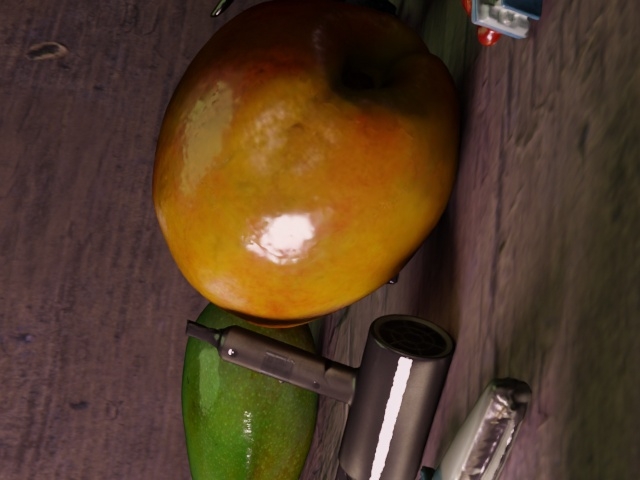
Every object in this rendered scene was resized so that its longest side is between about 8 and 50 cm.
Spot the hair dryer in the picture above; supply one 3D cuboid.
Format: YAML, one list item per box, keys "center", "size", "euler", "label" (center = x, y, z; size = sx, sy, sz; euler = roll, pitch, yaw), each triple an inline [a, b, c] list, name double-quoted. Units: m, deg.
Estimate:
- center: [-0.017, 0.141, 1.079]
  size: [0.078, 0.248, 0.196]
  euler: [-42, -31, -62]
  label: "hair dryer"

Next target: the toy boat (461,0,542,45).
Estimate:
- center: [0.156, -0.247, 0.949]
  size: [0.059, 0.069, 0.173]
  euler: [-12, 69, 59]
  label: "toy boat"

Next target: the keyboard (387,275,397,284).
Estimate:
- center: [0.070, 0.021, 1.396]
  size: [0.204, 0.013, 0.061]
  euler: [168, 113, -82]
  label: "keyboard"

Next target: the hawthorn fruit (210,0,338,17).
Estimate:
- center: [-0.010, -0.393, 1.337]
  size: [0.369, 0.284, 0.285]
  euler: [-44, 21, 16]
  label: "hawthorn fruit"

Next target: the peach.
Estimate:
- center: [-0.018, -0.067, 1.133]
  size: [0.308, 0.307, 0.332]
  euler: [-90, 22, -50]
  label: "peach"

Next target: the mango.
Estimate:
- center: [-0.103, 0.245, 1.666]
  size: [0.225, 0.201, 0.382]
  euler: [140, 138, -62]
  label: "mango"

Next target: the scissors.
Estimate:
- center: [0.102, 0.190, 0.875]
  size: [0.289, 0.041, 0.138]
  euler: [103, 171, -47]
  label: "scissors"

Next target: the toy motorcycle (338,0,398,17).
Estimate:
- center: [0.050, -0.250, 1.520]
  size: [0.307, 0.108, 0.173]
  euler: [-94, 14, -80]
  label: "toy motorcycle"
